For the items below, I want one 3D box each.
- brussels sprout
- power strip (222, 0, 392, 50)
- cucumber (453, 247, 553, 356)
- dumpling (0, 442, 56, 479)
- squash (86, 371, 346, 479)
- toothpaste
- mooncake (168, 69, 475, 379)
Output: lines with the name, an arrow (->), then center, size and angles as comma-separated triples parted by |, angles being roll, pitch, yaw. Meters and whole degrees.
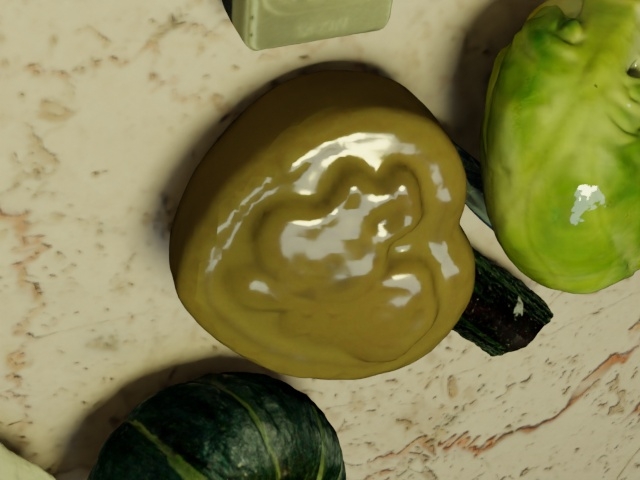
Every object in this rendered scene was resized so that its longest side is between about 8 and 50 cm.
brussels sprout -> 0.190, -0.070, 0.984 | 0.161, 0.223, 0.223 | -4, 152, 32
power strip -> 0.000, -0.236, 0.799 | 0.105, 0.070, 0.257 | -13, 137, -19
cucumber -> 0.119, 0.039, 1.162 | 0.074, 0.074, 0.241 | -42, 136, 15
dumpling -> -0.294, 0.234, 1.082 | 0.162, 0.132, 0.250 | -36, 132, 18
squash -> -0.091, 0.234, 1.146 | 0.252, 0.165, 0.252 | -22, 124, -37
toothpaste -> 0.138, -0.036, 1.092 | 0.034, 0.057, 0.197 | -26, 156, 16
mooncake -> 0.000, 0.000, 0.981 | 0.234, 0.117, 0.235 | -7, 124, -11
